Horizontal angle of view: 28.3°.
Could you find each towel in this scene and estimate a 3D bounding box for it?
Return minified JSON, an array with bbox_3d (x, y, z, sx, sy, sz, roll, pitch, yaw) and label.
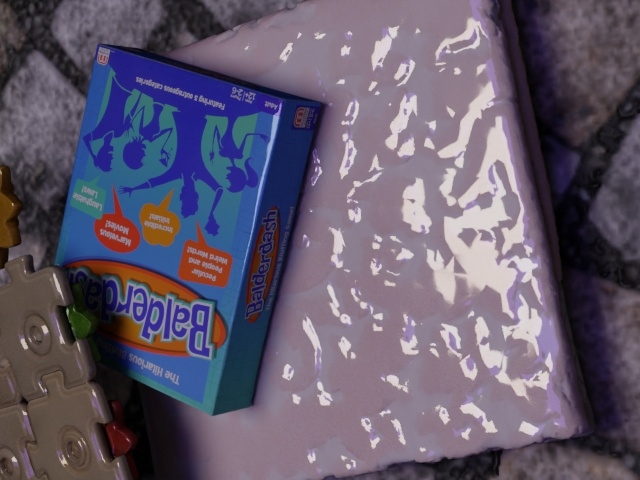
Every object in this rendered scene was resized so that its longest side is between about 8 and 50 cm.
[{"bbox_3d":[0.000,0.000,0.844,0.332,0.053,0.317,-15,84,31],"label":"towel"}]

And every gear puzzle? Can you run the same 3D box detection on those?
[{"bbox_3d":[-0.194,0.099,0.872,0.175,0.044,0.339,-20,88,41],"label":"gear puzzle"}]

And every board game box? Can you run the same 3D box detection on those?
[{"bbox_3d":[-0.098,-0.010,0.846,0.160,0.047,0.210,19,103,30],"label":"board game box"}]
